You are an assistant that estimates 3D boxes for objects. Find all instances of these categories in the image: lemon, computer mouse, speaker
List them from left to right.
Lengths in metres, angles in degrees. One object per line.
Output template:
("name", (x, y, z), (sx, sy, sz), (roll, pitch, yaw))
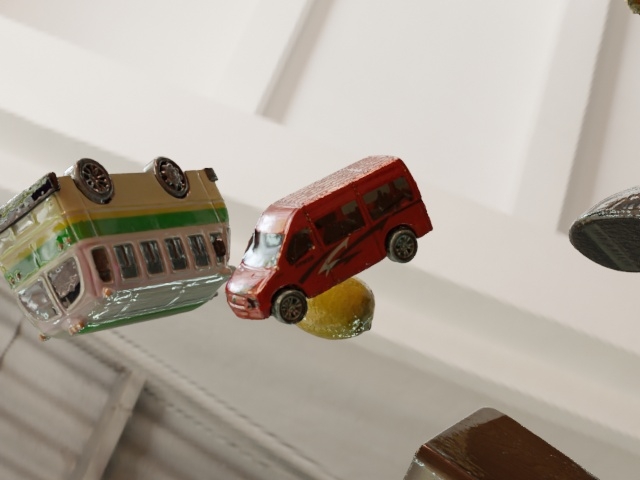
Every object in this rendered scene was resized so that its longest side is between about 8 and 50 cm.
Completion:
("lemon", (0.008, 0.071, 1.352), (0.110, 0.082, 0.082), (15, -125, 0))
("speaker", (0.199, 0.308, 1.213), (0.230, 0.153, 0.192), (33, -156, 23))
("computer mouse", (0.419, -0.027, 1.406), (0.147, 0.264, 0.088), (39, -117, -40))

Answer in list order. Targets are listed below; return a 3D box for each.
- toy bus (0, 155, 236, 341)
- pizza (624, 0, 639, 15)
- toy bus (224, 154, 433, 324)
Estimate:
("toy bus", (-0.229, 0.010, 1.417), (0.305, 0.143, 0.179), (-9, -111, -59))
("pizza", (0.224, -0.159, 0.784), (0.083, 0.037, 0.016), (-9, -99, -49))
("toy bus", (0.000, 0.000, 1.056), (0.195, 0.081, 0.089), (-28, -72, -24))
